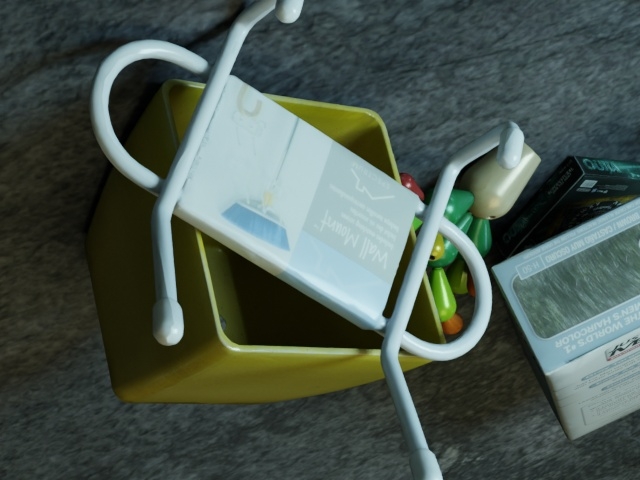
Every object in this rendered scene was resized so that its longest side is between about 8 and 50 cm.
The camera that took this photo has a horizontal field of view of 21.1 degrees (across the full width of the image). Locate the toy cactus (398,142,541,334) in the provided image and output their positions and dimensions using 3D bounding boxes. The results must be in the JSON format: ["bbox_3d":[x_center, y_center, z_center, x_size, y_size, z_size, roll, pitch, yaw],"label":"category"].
[{"bbox_3d":[0.112,-0.017,1.479,0.180,0.112,0.219,-47,144,1],"label":"toy cactus"}]

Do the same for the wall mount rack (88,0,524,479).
[{"bbox_3d":[0.000,0.000,1.153,0.350,0.304,0.130,31,148,-21],"label":"wall mount rack"}]

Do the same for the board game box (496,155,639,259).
[{"bbox_3d":[0.271,-0.025,1.621,0.186,0.026,0.126,4,139,-38],"label":"board game box"}]

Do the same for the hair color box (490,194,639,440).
[{"bbox_3d":[0.284,0.077,1.626,0.185,0.113,0.374,-26,162,3],"label":"hair color box"}]

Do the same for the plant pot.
[{"bbox_3d":[-0.064,0.025,1.311,0.212,0.212,0.187,5,151,-40],"label":"plant pot"}]
